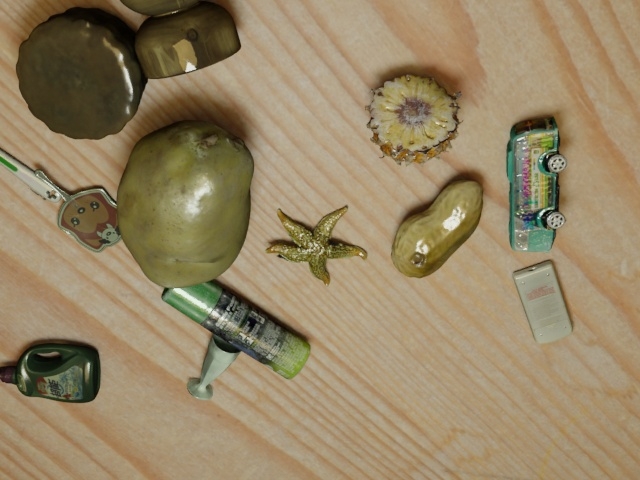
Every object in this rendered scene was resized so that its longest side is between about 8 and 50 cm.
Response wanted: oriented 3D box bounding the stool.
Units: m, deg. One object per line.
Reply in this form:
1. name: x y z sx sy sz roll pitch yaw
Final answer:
1. stool: -0.254 -0.425 1.273 0.179 0.179 0.264 -13 115 7

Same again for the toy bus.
1. toy bus: 0.415 -0.104 1.480 0.109 0.091 0.262 -2 115 9

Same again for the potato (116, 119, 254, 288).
1. potato: -0.252 -0.071 1.427 0.243 0.221 0.326 13 127 6

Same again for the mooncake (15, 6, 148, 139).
1. mooncake: -0.420 -0.300 1.371 0.228 0.124 0.228 2 120 4

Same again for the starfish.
1. starfish: 0.000 0.000 1.562 0.208 0.053 0.176 27 104 -19

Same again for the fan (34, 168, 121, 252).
1. fan: -0.485 -0.066 1.535 0.132 0.009 0.220 -36 119 15

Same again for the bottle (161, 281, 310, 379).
1. bottle: -0.176 0.173 1.619 0.330 0.093 0.093 35 112 -16

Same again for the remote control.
1. remote control: 0.475 0.136 1.628 0.087 0.029 0.190 -21 115 11

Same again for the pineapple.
1. pineapple: 0.171 -0.206 1.421 0.175 0.137 0.162 -4 73 1

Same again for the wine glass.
1. wine glass: -0.237 0.275 1.685 0.073 0.073 0.155 28 116 -13

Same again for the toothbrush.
1. toothbrush: -0.678 -0.201 1.465 0.418 0.040 0.042 38 109 -17

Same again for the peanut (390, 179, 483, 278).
1. peanut: 0.230 -0.025 1.507 0.120 0.110 0.236 39 110 -3

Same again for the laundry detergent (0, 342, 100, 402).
1. laundry detergent: -0.604 0.289 1.693 0.221 0.078 0.144 6 115 0
